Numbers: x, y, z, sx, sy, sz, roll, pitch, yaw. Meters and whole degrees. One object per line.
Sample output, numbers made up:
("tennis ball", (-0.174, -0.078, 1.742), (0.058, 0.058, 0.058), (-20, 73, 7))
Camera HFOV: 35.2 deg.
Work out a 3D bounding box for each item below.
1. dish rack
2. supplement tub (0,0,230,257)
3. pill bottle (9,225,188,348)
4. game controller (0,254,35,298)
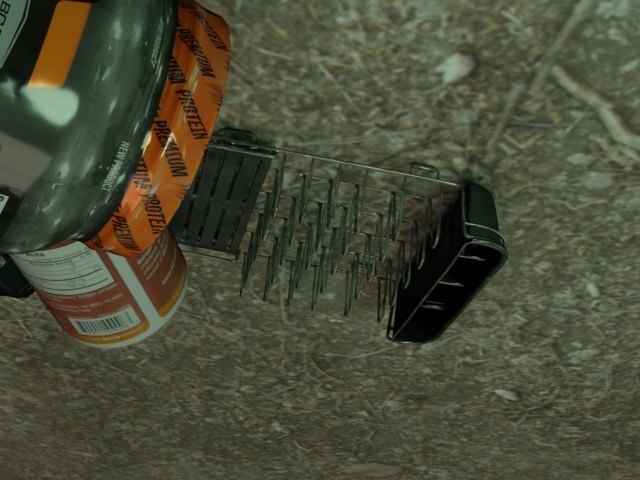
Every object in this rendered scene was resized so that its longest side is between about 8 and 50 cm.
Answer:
("dish rack", (0.000, 0.000, 0.858), (0.271, 0.074, 0.208), (11, 149, -9))
("supplement tub", (-0.235, -0.118, 0.557), (0.338, 0.207, 0.207), (20, 147, -25))
("pill bottle", (-0.192, -0.020, 0.796), (0.121, 0.121, 0.216), (-3, 140, 14))
("game controller", (-0.338, -0.058, 0.788), (0.166, 0.067, 0.319), (34, 163, 29))
